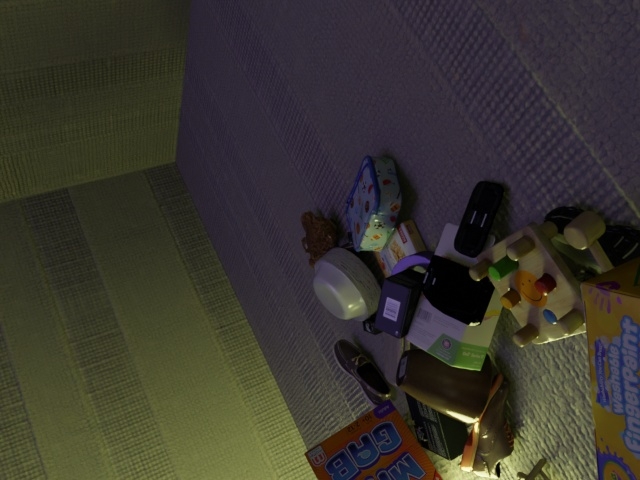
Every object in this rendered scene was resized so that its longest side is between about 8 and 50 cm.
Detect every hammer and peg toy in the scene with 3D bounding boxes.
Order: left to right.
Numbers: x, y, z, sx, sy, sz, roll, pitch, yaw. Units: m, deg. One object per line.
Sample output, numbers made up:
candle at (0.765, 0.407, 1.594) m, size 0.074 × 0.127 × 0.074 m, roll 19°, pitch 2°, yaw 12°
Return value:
hammer and peg toy at (0.489, 0.094, 1.354) m, size 0.266 × 0.127 × 0.361 m, roll 58°, pitch 160°, yaw 7°

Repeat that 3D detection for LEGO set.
LEGO set at (0.330, 0.648, 2.140) m, size 0.083 × 0.023 × 0.054 m, roll 30°, pitch 134°, yaw 57°

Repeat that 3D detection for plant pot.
plant pot at (0.345, 0.400, 1.839) m, size 0.215 × 0.230 × 0.215 m, roll -164°, pitch 90°, yaw -86°

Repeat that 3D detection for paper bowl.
paper bowl at (0.084, 0.178, 2.336) m, size 0.284 × 0.148 × 0.284 m, roll 40°, pitch 154°, yaw 24°

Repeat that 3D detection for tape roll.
tape roll at (0.312, 0.130, 1.915) m, size 0.189 × 0.080 × 0.189 m, roll 9°, pitch 105°, yaw 36°

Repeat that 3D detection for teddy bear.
teddy bear at (0.000, 0.000, 2.549) m, size 0.338 × 0.113 × 0.245 m, roll 91°, pitch 157°, yaw -50°

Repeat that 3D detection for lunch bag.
lunch bag at (0.164, -0.117, 2.059) m, size 0.303 × 0.115 × 0.243 m, roll 113°, pitch 153°, yaw -52°

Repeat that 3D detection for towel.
towel at (0.263, 0.350, 2.146) m, size 0.187 × 0.049 × 0.282 m, roll 152°, pitch 121°, yaw -80°

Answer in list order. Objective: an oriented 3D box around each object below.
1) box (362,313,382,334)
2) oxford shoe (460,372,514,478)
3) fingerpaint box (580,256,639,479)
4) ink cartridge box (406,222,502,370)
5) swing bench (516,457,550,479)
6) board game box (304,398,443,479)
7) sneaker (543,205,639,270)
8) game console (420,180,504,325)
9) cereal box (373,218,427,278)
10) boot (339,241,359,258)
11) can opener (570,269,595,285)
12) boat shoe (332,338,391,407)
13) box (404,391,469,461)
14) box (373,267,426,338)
box at (0.203, 0.313, 2.364) m, size 0.083 × 0.062 × 0.052 m, roll 13°, pitch 116°, yaw 62°
oxford shoe at (0.516, 0.548, 1.863) m, size 0.133 × 0.130 × 0.363 m, roll 18°, pitch 122°, yaw 20°
fingerpaint box at (0.641, 0.235, 1.062) m, size 0.163 × 0.371 × 0.444 m, roll 17°, pitch 120°, yaw 60°
ink cartridge box at (0.387, 0.147, 1.720) m, size 0.207 × 0.119 × 0.353 m, roll 25°, pitch 98°, yaw 57°
swing bench at (0.537, 0.779, 1.765) m, size 0.165 × 0.255 × 0.253 m, roll 54°, pitch 149°, yaw 33°
board game box at (0.208, 0.852, 2.245) m, size 0.356 × 0.356 × 0.356 m, roll 55°, pitch 172°, yaw 32°
sneaker at (0.603, 0.021, 1.343) m, size 0.271 × 0.100 × 0.108 m, roll 38°, pitch 164°, yaw 45°
game console at (0.387, 0.023, 1.625) m, size 0.213 × 0.044 × 0.361 m, roll 26°, pitch 98°, yaw 55°
cereal box at (0.266, 0.051, 2.080) m, size 0.173 × 0.047 × 0.240 m, roll 66°, pitch 154°, yaw 11°
boot at (0.132, 0.070, 2.355) m, size 0.137 × 0.077 × 0.198 m, roll 65°, pitch 167°, yaw 5°
can opener at (0.544, 0.095, 1.510) m, size 0.283 × 0.076 × 0.095 m, roll 22°, pitch 122°, yaw 60°
boat shoe at (0.168, 0.512, 2.516) m, size 0.324 × 0.117 × 0.096 m, roll 52°, pitch 144°, yaw 28°
box at (0.385, 0.576, 2.121) m, size 0.184 × 0.103 × 0.261 m, roll -2°, pitch 105°, yaw 63°
box at (0.242, 0.179, 1.826) m, size 0.093 × 0.158 × 0.156 m, roll 21°, pitch 111°, yaw 31°
